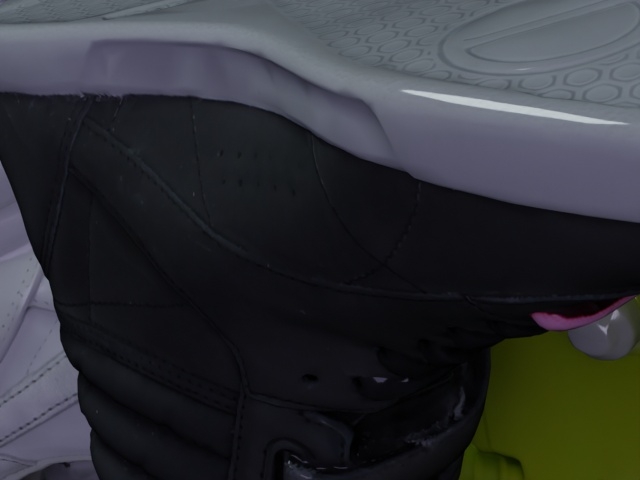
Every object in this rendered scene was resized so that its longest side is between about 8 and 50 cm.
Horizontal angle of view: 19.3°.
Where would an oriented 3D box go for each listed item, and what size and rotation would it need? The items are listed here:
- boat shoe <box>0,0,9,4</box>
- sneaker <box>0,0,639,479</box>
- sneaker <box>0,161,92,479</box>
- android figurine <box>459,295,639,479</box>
[{"bbox_3d":[-0.166,-0.109,0.623,0.226,0.083,0.076,12,88,11],"label":"boat shoe"},{"bbox_3d":[0.030,0.011,0.423,0.295,0.104,0.147,9,119,50],"label":"sneaker"},{"bbox_3d":[0.000,0.000,0.587,0.305,0.114,0.152,-19,97,14],"label":"sneaker"},{"bbox_3d":[0.137,0.046,0.457,0.273,0.056,0.248,9,121,34],"label":"android figurine"}]
